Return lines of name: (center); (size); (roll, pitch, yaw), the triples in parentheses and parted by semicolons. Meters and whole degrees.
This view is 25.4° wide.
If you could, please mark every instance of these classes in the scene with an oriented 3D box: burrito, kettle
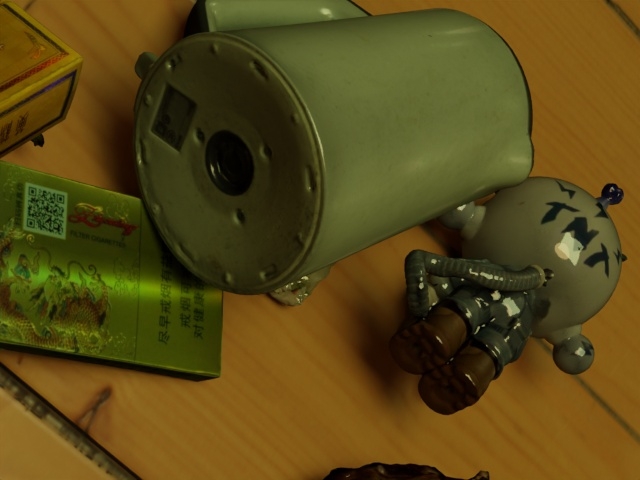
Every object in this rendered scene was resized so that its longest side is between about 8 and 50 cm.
burrito: (0.001, 0.000, 1.582); (0.058, 0.045, 0.188); (50, 52, -23)
kettle: (-0.008, -0.141, 1.487); (0.361, 0.250, 0.377); (39, 36, 27)

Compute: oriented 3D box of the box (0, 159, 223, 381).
box: (-0.223, 0.032, 1.383); (0.311, 0.043, 0.173); (15, 68, -43)

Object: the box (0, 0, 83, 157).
box: (-0.384, -0.180, 1.233); (0.301, 0.084, 0.193); (38, 45, 11)

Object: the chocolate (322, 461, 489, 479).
chocolate: (0.105, 0.298, 1.444); (0.206, 0.177, 0.224); (38, 31, -25)

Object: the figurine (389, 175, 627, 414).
figurine: (0.220, 0.058, 1.644); (0.382, 0.186, 0.261); (-40, 107, -41)

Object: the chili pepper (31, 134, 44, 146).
chili pepper: (-0.428, -0.088, 1.281); (0.368, 0.092, 0.137); (-26, 115, -32)
